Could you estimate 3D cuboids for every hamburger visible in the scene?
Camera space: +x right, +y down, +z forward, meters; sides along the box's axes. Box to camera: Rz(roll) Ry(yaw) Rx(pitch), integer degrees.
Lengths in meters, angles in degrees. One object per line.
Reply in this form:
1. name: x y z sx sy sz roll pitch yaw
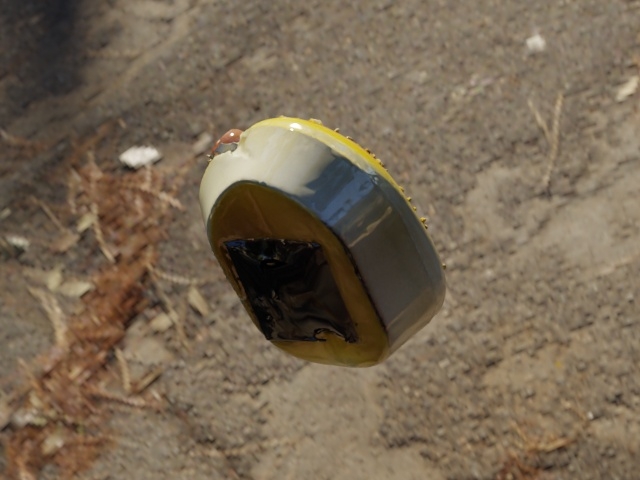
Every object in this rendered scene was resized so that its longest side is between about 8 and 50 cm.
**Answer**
1. hamburger: 0.000 0.000 1.057 0.173 0.210 0.116 -2 42 34
